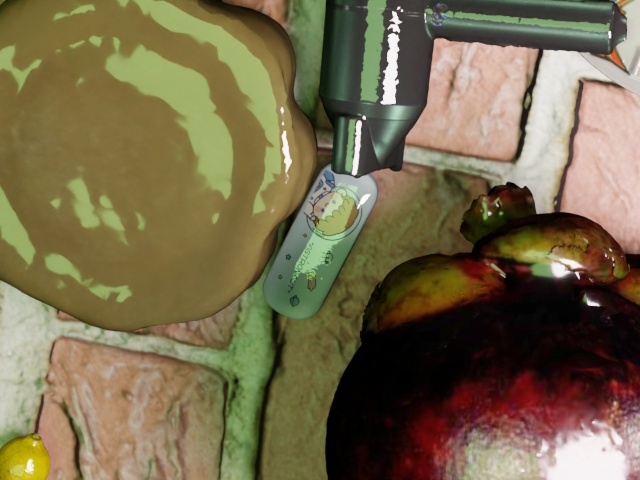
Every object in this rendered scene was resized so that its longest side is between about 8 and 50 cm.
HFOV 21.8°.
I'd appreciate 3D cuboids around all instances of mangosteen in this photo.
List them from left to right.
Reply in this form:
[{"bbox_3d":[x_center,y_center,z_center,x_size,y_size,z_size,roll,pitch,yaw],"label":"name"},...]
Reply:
[{"bbox_3d":[0.200,0.178,1.608,0.381,0.421,0.381,8,141,6],"label":"mangosteen"}]

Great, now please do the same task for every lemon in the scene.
[{"bbox_3d":[-0.330,0.249,1.841,0.062,0.062,0.083,27,105,4],"label":"lemon"}]

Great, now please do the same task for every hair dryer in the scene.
[{"bbox_3d":[0.147,-0.175,1.651,0.303,0.116,0.244,7,103,17],"label":"hair dryer"}]

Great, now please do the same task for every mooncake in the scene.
[{"bbox_3d":[-0.184,-0.100,1.697,0.379,0.201,0.378,3,104,11],"label":"mooncake"}]

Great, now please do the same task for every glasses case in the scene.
[{"bbox_3d":[0.000,0.000,1.752,0.067,0.045,0.178,28,102,3],"label":"glasses case"}]

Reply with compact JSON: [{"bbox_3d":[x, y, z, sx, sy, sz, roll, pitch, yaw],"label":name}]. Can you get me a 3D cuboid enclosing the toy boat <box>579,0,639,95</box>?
[{"bbox_3d":[0.359,-0.190,1.639,0.295,0.088,0.129,22,102,9],"label":"toy boat"}]
